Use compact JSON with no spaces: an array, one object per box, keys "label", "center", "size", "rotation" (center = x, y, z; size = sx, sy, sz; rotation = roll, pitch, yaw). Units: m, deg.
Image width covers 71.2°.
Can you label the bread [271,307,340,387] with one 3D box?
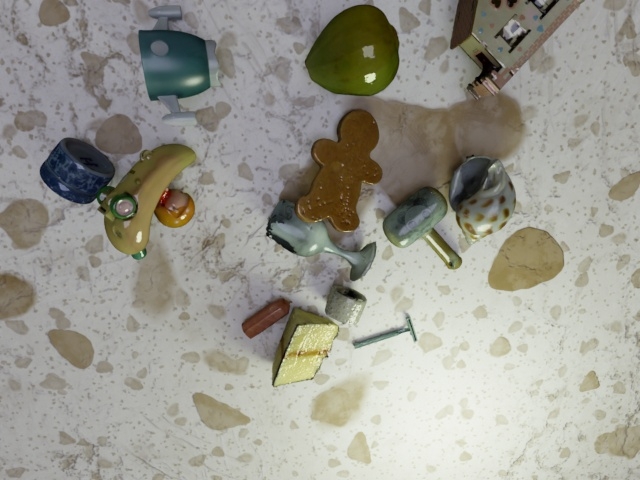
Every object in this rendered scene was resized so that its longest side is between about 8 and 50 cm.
[{"label":"bread","center":[-0.040,0.352,1.402],"size":[0.177,0.135,0.240],"rotation":[19,105,-13]}]

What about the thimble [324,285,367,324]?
[{"label":"thimble","center":[0.078,0.196,1.377],"size":[0.115,0.102,0.090],"rotation":[14,107,-19]}]

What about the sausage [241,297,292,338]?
[{"label":"sausage","center":[-0.162,0.237,1.386],"size":[0.169,0.065,0.065],"rotation":[-35,110,9]}]

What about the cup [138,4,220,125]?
[{"label":"cup","center":[-0.333,-0.423,1.076],"size":[0.172,0.167,0.300],"rotation":[-8,86,-13]}]

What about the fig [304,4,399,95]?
[{"label":"fig","center":[0.086,-0.449,1.100],"size":[0.207,0.207,0.230],"rotation":[43,134,-19]}]

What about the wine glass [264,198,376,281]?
[{"label":"wine glass","center":[0.000,0.000,1.282],"size":[0.320,0.143,0.144],"rotation":[26,105,-12]}]

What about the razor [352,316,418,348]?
[{"label":"razor","center":[0.209,0.321,1.480],"size":[0.211,0.036,0.084],"rotation":[-18,87,6]}]

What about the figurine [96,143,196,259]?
[{"label":"figurine","center":[-0.429,-0.106,1.175],"size":[0.325,0.124,0.222],"rotation":[-55,133,-12]}]

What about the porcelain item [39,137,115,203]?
[{"label":"porcelain item","center":[-0.618,-0.173,1.138],"size":[0.147,0.147,0.114],"rotation":[39,102,-18]}]

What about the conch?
[{"label":"conch","center":[0.465,-0.105,1.290],"size":[0.148,0.182,0.275],"rotation":[0,120,-40]}]

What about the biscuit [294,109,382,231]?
[{"label":"biscuit","center":[0.064,-0.194,1.227],"size":[0.215,0.047,0.340],"rotation":[17,87,-21]}]

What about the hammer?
[{"label":"hammer","center":[0.336,-0.006,1.345],"size":[0.201,0.113,0.305],"rotation":[-39,118,11]}]

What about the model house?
[{"label":"model house","center":[0.447,-0.559,1.125],"size":[0.244,0.169,0.326],"rotation":[41,99,-11]}]
